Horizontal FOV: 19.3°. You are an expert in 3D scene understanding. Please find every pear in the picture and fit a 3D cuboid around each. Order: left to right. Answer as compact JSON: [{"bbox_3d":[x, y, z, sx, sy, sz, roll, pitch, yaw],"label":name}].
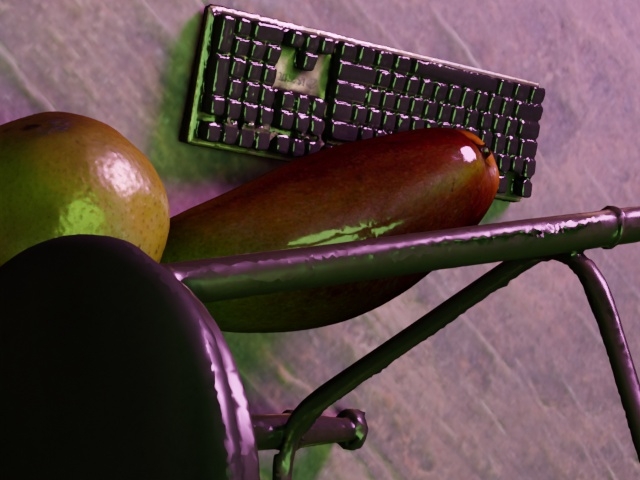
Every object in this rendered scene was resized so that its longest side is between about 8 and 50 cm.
[{"bbox_3d":[-0.156,-0.025,1.101,0.141,0.141,0.104,-18,128,-35],"label":"pear"}]

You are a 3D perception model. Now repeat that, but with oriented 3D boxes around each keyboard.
[{"bbox_3d":[0.041,-0.087,1.322,0.317,0.027,0.106,8,93,-40],"label":"keyboard"}]

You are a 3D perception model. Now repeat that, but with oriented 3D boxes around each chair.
[{"bbox_3d":[0.005,0.179,1.041,0.410,0.362,0.365,10,56,-39],"label":"chair"}]

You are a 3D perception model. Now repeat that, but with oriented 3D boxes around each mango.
[{"bbox_3d":[0.000,0.000,1.243,0.267,0.133,0.111,-19,83,-20],"label":"mango"}]
